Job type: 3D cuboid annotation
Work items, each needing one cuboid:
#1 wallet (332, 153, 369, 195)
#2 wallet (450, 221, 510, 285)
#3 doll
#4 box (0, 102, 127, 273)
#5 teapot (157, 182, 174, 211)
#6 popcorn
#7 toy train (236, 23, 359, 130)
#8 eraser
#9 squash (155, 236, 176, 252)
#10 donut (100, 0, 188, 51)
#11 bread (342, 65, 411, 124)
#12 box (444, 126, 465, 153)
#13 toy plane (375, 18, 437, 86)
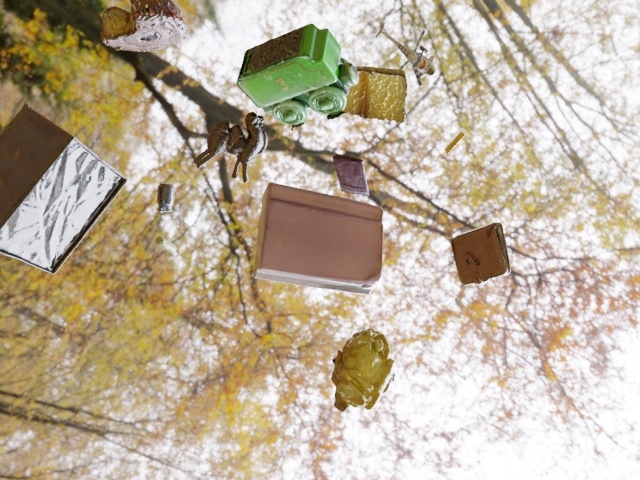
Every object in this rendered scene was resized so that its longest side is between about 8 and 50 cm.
[{"bbox_3d":[0.104,-0.218,2.041,0.111,0.166,0.030,17,-123,27],"label":"wallet"},{"bbox_3d":[0.331,0.032,1.261,0.153,0.039,0.118,-29,-109,61],"label":"wallet"},{"bbox_3d":[-0.193,-0.220,1.376,0.165,0.139,0.057,-66,-158,10],"label":"doll"},{"bbox_3d":[-0.722,-0.121,1.543,0.204,0.251,0.345,32,-99,22],"label":"box"},{"bbox_3d":[-0.449,-0.124,1.767,0.063,0.049,0.083,11,-81,55],"label":"teapot"},{"bbox_3d":[0.115,0.387,1.803,0.266,0.192,0.233,-61,-170,10],"label":"popcorn"},{"bbox_3d":[-0.047,-0.353,1.309,0.243,0.188,0.132,-11,-125,30],"label":"toy train"},{"bbox_3d":[0.000,0.000,1.758,0.122,0.359,0.272,130,-33,-61],"label":"eraser"},{"bbox_3d":[-0.455,0.012,1.777,0.027,0.083,0.027,-7,-112,17],"label":"squash"},{"bbox_3d":[-0.477,-0.595,1.652,0.230,0.216,0.096,-14,-93,47],"label":"donut"},{"bbox_3d":[0.137,-0.465,1.810,0.266,0.178,0.141,9,-116,12],"label":"bread"},{"bbox_3d":[0.467,-0.349,2.098,0.087,0.023,0.155,-46,-179,21],"label":"box"},{"bbox_3d":[0.303,-0.657,2.138,0.273,0.107,0.182,31,-71,37],"label":"toy plane"}]
